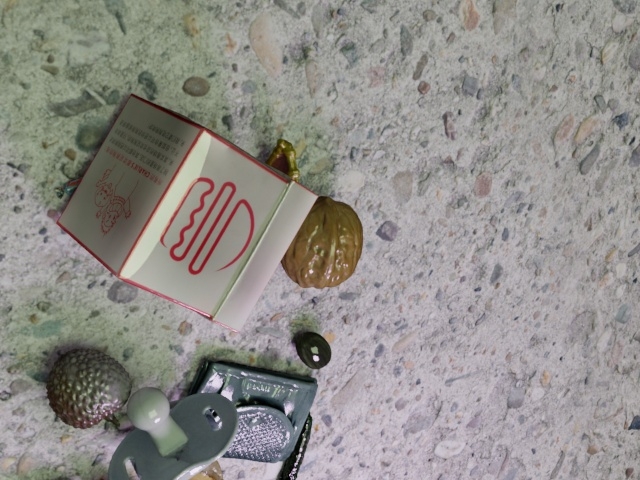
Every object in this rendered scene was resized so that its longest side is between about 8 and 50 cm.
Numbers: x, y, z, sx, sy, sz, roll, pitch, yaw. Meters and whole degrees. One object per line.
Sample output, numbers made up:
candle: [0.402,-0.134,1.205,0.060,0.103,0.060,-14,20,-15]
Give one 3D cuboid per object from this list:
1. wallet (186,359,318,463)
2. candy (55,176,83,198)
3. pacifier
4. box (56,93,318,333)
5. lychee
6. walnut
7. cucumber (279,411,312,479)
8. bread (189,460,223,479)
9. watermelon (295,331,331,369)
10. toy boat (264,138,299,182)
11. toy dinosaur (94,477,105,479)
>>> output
wallet: [-0.168,0.416,2.033,0.342,0.075,0.237,19,99,-39]
candy: [-0.468,-0.102,1.644,0.083,0.020,0.030,-24,135,-29]
pacifier: [-0.327,0.386,1.769,0.299,0.244,0.233,-31,130,-12]
box: [-0.255,-0.056,1.619,0.300,0.314,0.312,31,89,-42]
lychee: [-0.459,0.305,1.719,0.165,0.165,0.197,-32,103,-22]
walnut: [0.000,0.000,1.912,0.213,0.213,0.213,-14,115,-31]
cucumber: [-0.063,0.550,2.178,0.044,0.043,0.256,9,101,-43]
bread: [-0.284,0.530,1.962,0.106,0.082,0.125,-19,139,10]
watermelon: [-0.017,0.265,2.078,0.078,0.078,0.110,-46,127,-12]
toy boat: [-0.119,-0.063,1.836,0.099,0.141,0.318,10,106,-55]
toy dinosaur: [-0.436,0.554,1.865,0.288,0.117,0.070,42,68,-54]
